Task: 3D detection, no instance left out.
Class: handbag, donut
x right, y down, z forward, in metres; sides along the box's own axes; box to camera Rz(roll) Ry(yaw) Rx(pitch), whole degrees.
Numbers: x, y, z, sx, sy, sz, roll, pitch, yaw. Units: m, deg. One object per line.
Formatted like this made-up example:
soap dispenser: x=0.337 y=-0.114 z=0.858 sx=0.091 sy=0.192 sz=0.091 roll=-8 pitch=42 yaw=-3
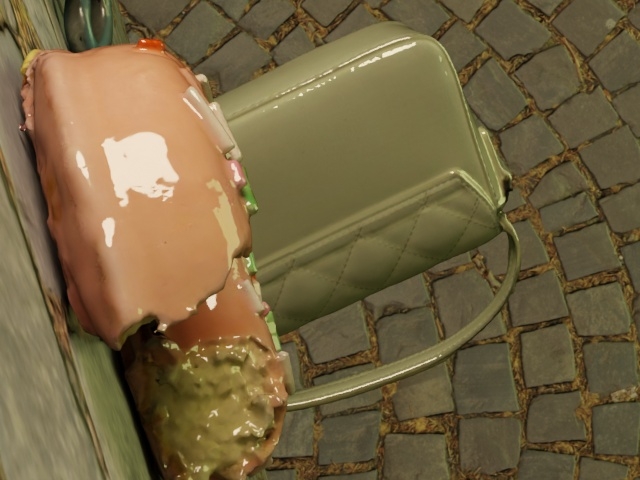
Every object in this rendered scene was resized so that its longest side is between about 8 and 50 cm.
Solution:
handbag: x=0.000 y=0.000 z=0.716 sx=0.079 sy=0.256 sz=0.219 roll=-118 pitch=-176 yaw=-70
donut: x=-0.073 y=0.002 z=0.537 sx=0.233 sy=0.085 sz=0.199 roll=82 pitch=-12 yaw=-57

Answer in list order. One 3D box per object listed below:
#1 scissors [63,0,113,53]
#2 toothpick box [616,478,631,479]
scissors: x=-0.189 y=-0.272 z=0.916 sx=0.138 sy=0.041 sz=0.289 roll=72 pitch=14 yaw=-48
toothpick box: x=0.116 y=0.304 z=0.812 sx=0.187 sy=0.308 sz=0.190 roll=-119 pitch=-166 yaw=-68
